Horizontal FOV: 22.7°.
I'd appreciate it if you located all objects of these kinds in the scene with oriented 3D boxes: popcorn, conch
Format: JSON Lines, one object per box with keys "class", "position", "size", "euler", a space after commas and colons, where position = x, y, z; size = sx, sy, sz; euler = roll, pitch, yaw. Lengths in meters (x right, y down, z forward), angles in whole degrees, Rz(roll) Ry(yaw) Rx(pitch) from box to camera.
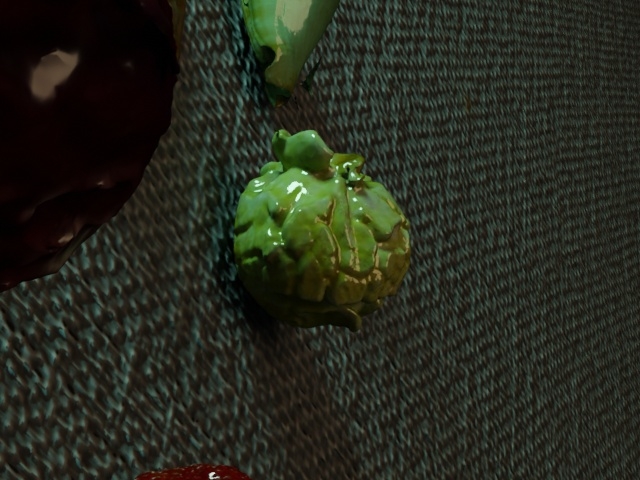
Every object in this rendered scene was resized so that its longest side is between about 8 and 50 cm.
{"class": "popcorn", "position": [0.000, 0.000, 1.224], "size": [0.135, 0.141, 0.162], "euler": [-50, 158, -65]}
{"class": "conch", "position": [-0.034, -0.196, 1.366], "size": [0.105, 0.079, 0.170], "euler": [34, 49, -33]}

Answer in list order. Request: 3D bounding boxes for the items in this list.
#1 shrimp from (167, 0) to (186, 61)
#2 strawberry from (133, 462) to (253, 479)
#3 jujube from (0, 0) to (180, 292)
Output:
{"class": "shrimp", "position": [-0.135, -0.167, 1.169], "size": [0.236, 0.053, 0.133], "euler": [-86, 168, -47]}
{"class": "strawberry", "position": [-0.071, 0.197, 0.980], "size": [0.131, 0.148, 0.131], "euler": [-9, 106, -32]}
{"class": "jujube", "position": [-0.217, -0.091, 0.672], "size": [0.376, 0.258, 0.258], "euler": [-4, 77, -67]}
